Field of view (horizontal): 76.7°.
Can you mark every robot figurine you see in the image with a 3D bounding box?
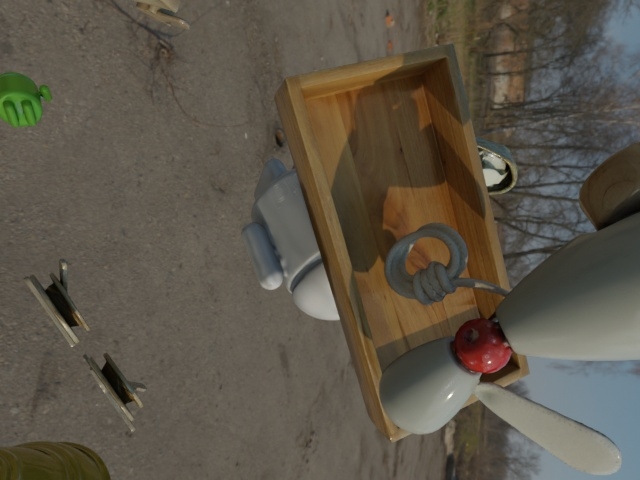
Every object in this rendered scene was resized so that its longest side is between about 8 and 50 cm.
[{"bbox_3d":[-0.518,-0.242,0.693,0.101,0.115,0.067,-16,143,-27],"label":"robot figurine"},{"bbox_3d":[0.000,0.000,0.762,0.300,0.353,0.199,-18,154,-31],"label":"robot figurine"}]

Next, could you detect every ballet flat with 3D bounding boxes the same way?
[{"bbox_3d":[0.236,-0.165,0.792,0.123,0.349,0.123,-169,-90,-74],"label":"ballet flat"}]

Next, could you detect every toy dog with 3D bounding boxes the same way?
[{"bbox_3d":[0.217,0.071,0.342,0.161,0.334,0.220,27,57,-30],"label":"toy dog"}]

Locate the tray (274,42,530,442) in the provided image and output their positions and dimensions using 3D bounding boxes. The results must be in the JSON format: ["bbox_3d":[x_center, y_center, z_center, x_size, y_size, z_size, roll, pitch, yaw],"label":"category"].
[{"bbox_3d":[0.104,0.001,0.487,0.076,0.203,0.410,-170,-117,-72],"label":"tray"}]

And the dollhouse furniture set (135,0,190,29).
[{"bbox_3d":[-0.359,-0.726,0.915,0.355,0.174,0.303,-68,164,5],"label":"dollhouse furniture set"}]

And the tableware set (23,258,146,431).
[{"bbox_3d":[-0.252,0.114,0.454,0.039,0.128,0.194,-35,103,-31],"label":"tableware set"}]

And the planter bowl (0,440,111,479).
[{"bbox_3d":[-0.323,0.267,0.375,0.217,0.217,0.090,-57,148,-51],"label":"planter bowl"}]
